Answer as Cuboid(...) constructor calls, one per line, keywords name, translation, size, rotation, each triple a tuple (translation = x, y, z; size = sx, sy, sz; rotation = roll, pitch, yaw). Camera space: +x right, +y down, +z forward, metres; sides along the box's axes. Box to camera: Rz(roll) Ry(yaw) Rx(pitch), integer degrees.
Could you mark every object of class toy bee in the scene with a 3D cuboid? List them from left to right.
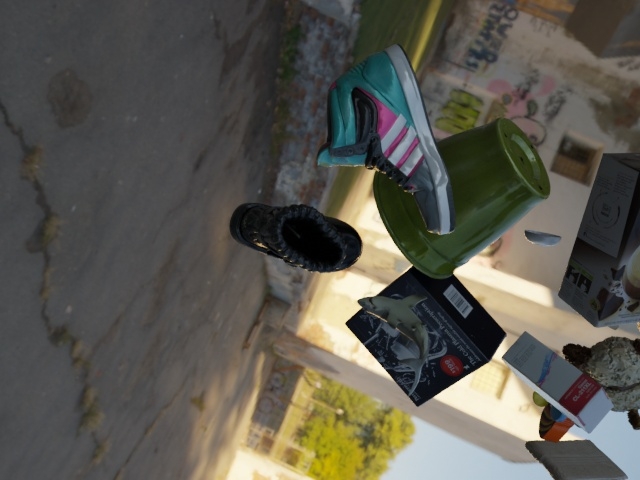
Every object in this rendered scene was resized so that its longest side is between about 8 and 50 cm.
Cuboid(name="toy bee", translation=(0.735, 0.459, 1.908), size=(0.298, 0.195, 0.162), rotation=(-38, -152, 41))

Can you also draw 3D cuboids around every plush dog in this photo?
Cuboid(name="plush dog", translation=(0.708, 0.311, 1.571), size=(0.225, 0.262, 0.210), rotation=(51, 34, -38))

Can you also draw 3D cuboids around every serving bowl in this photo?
Cuboid(name="serving bowl", translation=(0.512, -0.003, 1.528), size=(0.083, 0.083, 0.027), rotation=(-33, 133, -79))

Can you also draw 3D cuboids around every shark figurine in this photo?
Cuboid(name="shark figurine", translation=(0.217, 0.241, 1.631), size=(0.278, 0.166, 0.116), rotation=(-120, -155, -44))

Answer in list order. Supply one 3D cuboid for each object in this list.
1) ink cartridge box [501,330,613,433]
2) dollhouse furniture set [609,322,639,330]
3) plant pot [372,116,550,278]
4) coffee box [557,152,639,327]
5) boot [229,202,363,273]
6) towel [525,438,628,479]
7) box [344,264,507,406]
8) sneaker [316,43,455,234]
Cuboid(name="ink cartridge box", translation=(0.438, 0.261, 1.226), size=(0.072, 0.175, 0.127), rotation=(-49, 139, -1))
Cuboid(name="dollhouse furniture set", translation=(0.748, 0.037, 1.390), size=(0.374, 0.201, 0.152), rotation=(-59, -179, 28))
Cuboid(name="plant pot", translation=(0.390, -0.137, 1.740), size=(0.353, 0.366, 0.366), rotation=(-32, -165, 34))
Cuboid(name="coffee box", translation=(0.568, -0.003, 1.192), size=(0.119, 0.168, 0.297), rotation=(-126, -143, -56))
Cuboid(name="boot", translation=(-0.002, 0.004, 1.405), size=(0.260, 0.348, 0.131), rotation=(7, -93, 59))
Cuboid(name="towel", translation=(0.778, 0.679, 2.012), size=(0.187, 0.282, 0.049), rotation=(48, -54, 59))
Cuboid(name="box", translation=(0.310, 0.265, 1.977), size=(0.312, 0.343, 0.179), rotation=(-46, 173, 38))
Cuboid(name="sneaker", translation=(0.085, -0.126, 1.001), size=(0.124, 0.178, 0.295), rotation=(-97, 167, -83))
